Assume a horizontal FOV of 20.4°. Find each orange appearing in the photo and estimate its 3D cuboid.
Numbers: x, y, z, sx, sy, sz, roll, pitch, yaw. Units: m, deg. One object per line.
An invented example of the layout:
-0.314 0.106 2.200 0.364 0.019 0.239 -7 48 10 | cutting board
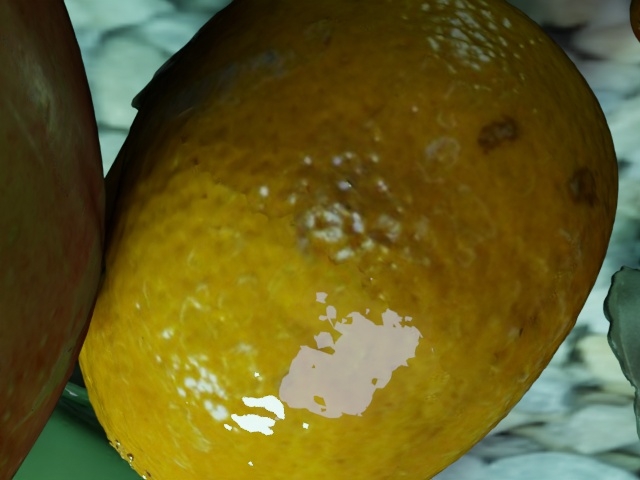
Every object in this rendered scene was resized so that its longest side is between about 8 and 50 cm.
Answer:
0.000 0.000 0.650 0.170 0.224 0.224 41 130 -6 | orange

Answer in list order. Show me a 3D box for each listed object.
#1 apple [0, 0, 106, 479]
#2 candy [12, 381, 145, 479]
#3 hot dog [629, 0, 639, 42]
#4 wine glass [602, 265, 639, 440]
-0.221 -0.027 0.536 0.319 0.319 0.277 -2 159 4 | apple
-0.166 0.168 0.898 0.397 0.172 0.263 29 130 -12 | candy
0.165 -0.113 0.647 0.062 0.038 0.144 16 137 -17 | hot dog
0.254 0.033 0.747 0.232 0.156 0.156 -28 132 23 | wine glass
